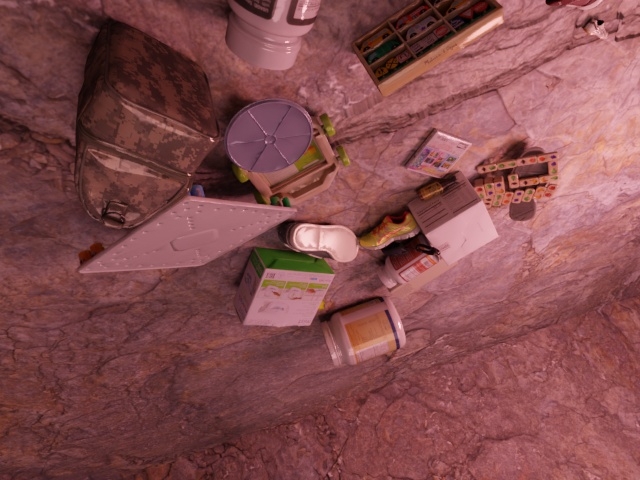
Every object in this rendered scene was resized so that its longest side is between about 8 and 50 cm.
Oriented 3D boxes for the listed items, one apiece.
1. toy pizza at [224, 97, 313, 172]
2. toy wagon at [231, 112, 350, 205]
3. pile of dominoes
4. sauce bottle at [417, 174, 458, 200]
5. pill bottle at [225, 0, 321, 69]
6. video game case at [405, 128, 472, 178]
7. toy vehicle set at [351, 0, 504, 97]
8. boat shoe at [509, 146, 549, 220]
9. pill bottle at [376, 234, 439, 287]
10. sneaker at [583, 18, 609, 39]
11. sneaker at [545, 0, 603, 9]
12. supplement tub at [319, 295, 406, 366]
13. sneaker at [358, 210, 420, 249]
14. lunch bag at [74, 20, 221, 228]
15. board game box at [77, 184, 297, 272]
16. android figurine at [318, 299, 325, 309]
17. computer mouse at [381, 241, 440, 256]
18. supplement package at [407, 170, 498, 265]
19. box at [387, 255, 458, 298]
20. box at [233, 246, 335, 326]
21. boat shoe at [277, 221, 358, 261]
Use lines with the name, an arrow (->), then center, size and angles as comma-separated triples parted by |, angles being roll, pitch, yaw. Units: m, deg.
toy pizza -> -0.115, -0.232, 0.988 | 0.201, 0.032, 0.201 | -14, 144, -10
toy wagon -> -0.086, -0.219, 1.103 | 0.267, 0.068, 0.344 | -27, 143, 7
pile of dominoes -> 0.633, -0.178, 1.434 | 0.250, 0.040, 0.196 | -7, 137, 27
sauce bottle -> 0.370, -0.168, 1.403 | 0.128, 0.042, 0.042 | -27, 144, 22
pill bottle -> -0.066, -0.449, 0.737 | 0.161, 0.161, 0.283 | 0, 139, -27
video game case -> 0.350, -0.253, 1.318 | 0.157, 0.019, 0.143 | 7, 136, -34
toy vehicle set -> 0.208, -0.421, 0.905 | 0.266, 0.166, 0.035 | -30, 144, 11
boat shoe -> 0.697, -0.198, 1.507 | 0.118, 0.103, 0.321 | -1, 143, 18
pill bottle -> 0.320, 0.083, 1.648 | 0.216, 0.121, 0.121 | -36, 141, 20
sneaker -> 0.707, -0.535, 1.123 | 0.083, 0.032, 0.037 | 0, 139, -27
sneaker -> 0.549, -0.604, 0.899 | 0.162, 0.107, 0.282 | -10, 143, -10
supplement tub -> 0.174, 0.387, 1.873 | 0.315, 0.229, 0.228 | -19, 144, -3
sneaker -> 0.220, -0.040, 1.488 | 0.208, 0.082, 0.094 | -22, 121, 9
lunch bag -> -0.337, -0.202, 0.808 | 0.212, 0.305, 0.256 | 22, 123, -40
board game box -> -0.313, -0.021, 1.090 | 0.389, 0.051, 0.389 | -27, 167, 28
android figurine -> -0.120, 0.256, 1.703 | 0.272, 0.056, 0.248 | 12, 133, -38
computer mouse -> 0.302, 0.039, 1.530 | 0.241, 0.041, 0.071 | 3, 152, 49
supplement package -> 0.448, -0.067, 1.498 | 0.203, 0.145, 0.262 | -32, 142, 15
box -> 0.386, 0.112, 1.739 | 0.275, 0.094, 0.113 | -36, 142, 19
box -> -0.121, 0.161, 1.474 | 0.261, 0.127, 0.231 | 6, 121, -33
boat shoe -> 0.000, 0.000, 1.430 | 0.098, 0.117, 0.319 | 7, 177, 44
